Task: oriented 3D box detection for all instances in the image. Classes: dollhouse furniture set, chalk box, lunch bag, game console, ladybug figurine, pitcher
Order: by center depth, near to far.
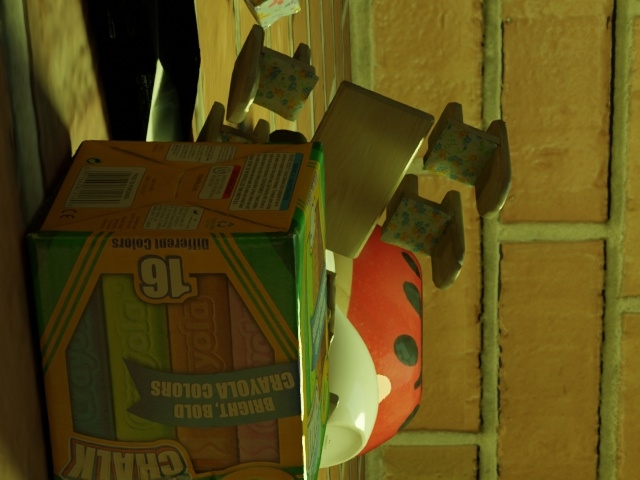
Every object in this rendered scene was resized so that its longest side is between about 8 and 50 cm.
[{"bbox_3d":[-0.064,0.068,0.860,0.132,0.132,0.213,-80,168,-65],"label":"chalk box"},{"bbox_3d":[-0.099,-0.227,1.058,0.361,0.044,0.213,-86,175,-45],"label":"game console"},{"bbox_3d":[0.000,0.000,1.259,0.161,0.212,0.242,-87,-158,-54],"label":"dollhouse furniture set"},{"bbox_3d":[-0.058,-0.242,1.510,0.071,0.053,0.083,62,3,-80],"label":"lunch bag"},{"bbox_3d":[-0.015,0.130,1.656,0.178,0.125,0.207,95,-13,-52],"label":"pitcher"},{"bbox_3d":[0.059,0.130,2.284,0.449,0.162,0.305,-83,171,-61],"label":"ladybug figurine"}]

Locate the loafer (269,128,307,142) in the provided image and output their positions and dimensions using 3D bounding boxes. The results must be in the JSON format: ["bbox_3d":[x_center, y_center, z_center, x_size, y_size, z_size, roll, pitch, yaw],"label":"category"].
[{"bbox_3d":[-0.043,-0.068,1.614,0.220,0.080,0.078,-168,-112,-89],"label":"loafer"}]
